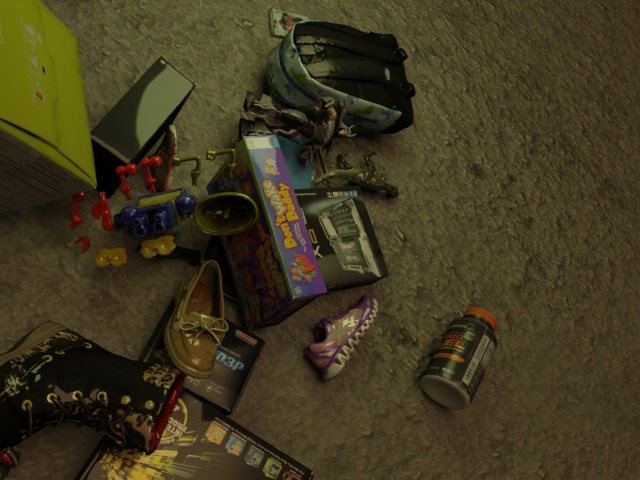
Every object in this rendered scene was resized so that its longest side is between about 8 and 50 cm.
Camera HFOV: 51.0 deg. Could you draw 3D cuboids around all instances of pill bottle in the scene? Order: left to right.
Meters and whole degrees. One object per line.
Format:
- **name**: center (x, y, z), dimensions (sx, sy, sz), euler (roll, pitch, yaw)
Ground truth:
- **pill bottle**: center (0.352, 0.281, 1.652), dimensions (0.130, 0.130, 0.245), euler (41, 56, -7)

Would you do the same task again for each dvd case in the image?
- **dvd case**: center (-0.084, -0.590, 1.851), dimensions (0.119, 0.013, 0.087), euler (4, 68, -26)

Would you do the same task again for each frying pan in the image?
- **frying pan**: center (-0.222, 0.066, 1.482), dimensions (0.326, 0.053, 0.197), euler (-16, 77, -30)

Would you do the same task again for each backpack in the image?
- **backpack**: center (0.038, -0.420, 1.725), dimensions (0.356, 0.273, 0.290), euler (6, 67, -50)

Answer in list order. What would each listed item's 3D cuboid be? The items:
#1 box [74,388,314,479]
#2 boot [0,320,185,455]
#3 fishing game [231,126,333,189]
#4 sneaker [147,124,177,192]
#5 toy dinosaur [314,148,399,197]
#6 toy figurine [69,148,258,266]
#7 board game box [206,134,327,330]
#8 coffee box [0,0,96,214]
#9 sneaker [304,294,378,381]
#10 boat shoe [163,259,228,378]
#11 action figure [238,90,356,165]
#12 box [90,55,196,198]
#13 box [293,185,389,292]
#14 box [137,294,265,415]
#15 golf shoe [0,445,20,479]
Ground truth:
- **box**: center (-0.249, 0.483, 1.266), dimensions (0.395, 0.097, 0.318), euler (36, 59, -9)
- **boot**: center (-0.408, 0.281, 1.105), dimensions (0.284, 0.138, 0.377), euler (16, 19, 1)
- **fishing game**: center (-0.095, -0.198, 1.668), dimensions (0.264, 0.041, 0.189), euler (-9, 75, -39)
- **sneaker**: center (-0.350, -0.178, 1.471), dimensions (0.065, 0.061, 0.157), euler (8, 108, -13)
- **toy dinosaur**: center (0.102, -0.180, 1.746), dimensions (0.268, 0.064, 0.118), euler (7, 63, -28)
- **toy figurine**: center (-0.313, -0.090, 1.388), dimensions (0.363, 0.217, 0.191), euler (-13, 104, 1)
- **board game box**: center (-0.122, -0.012, 1.403), dimensions (0.078, 0.233, 0.347), euler (-9, 72, -32)
- **coffee box**: center (-0.627, -0.247, 1.147), dimensions (0.334, 0.338, 0.337), euler (-15, 75, 6)
- **sneaker**: center (0.045, 0.204, 1.547), dimensions (0.104, 0.095, 0.236), euler (38, 58, 0)
- **boat shoe**: center (-0.236, 0.144, 1.300), dimensions (0.105, 0.089, 0.285), euler (26, 26, -27)
- **action figure**: center (-0.049, -0.272, 1.611), dimensions (0.285, 0.185, 0.099), euler (6, 32, -17)
- **box**: center (-0.397, -0.240, 1.435), dimensions (0.103, 0.184, 0.261), euler (36, 58, -10)
- **box**: center (0.000, 0.000, 1.580), dimensions (0.307, 0.076, 0.242), euler (-6, 72, -42)
- **box**: center (-0.247, 0.237, 1.396), dimensions (0.220, 0.051, 0.175), euler (32, 58, -13)
- **golf shoe**: center (-0.635, 0.309, 1.131), dimensions (0.120, 0.105, 0.273), euler (-42, 92, -27)
